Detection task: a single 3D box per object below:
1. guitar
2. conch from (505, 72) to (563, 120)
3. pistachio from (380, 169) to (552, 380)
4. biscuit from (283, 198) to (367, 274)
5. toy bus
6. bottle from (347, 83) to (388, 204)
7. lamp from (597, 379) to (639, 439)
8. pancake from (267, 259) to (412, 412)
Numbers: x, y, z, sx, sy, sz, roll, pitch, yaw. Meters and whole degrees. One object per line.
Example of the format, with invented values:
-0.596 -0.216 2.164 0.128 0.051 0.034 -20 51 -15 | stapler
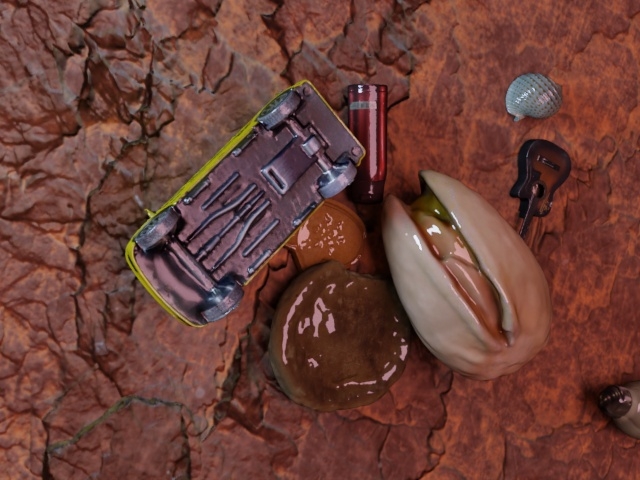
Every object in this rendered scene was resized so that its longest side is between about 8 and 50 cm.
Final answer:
0.311 -0.040 1.800 0.088 0.025 0.233 25 83 -29 | guitar
0.322 -0.215 1.779 0.085 0.056 0.076 -35 97 -23 | conch
0.199 0.050 1.648 0.193 0.214 0.318 -30 99 -3 | pistachio
0.001 0.000 1.631 0.140 0.023 0.118 17 85 -30 | biscuit
-0.105 -0.045 1.496 0.330 0.152 0.144 -47 108 -21 | toy bus
0.065 -0.131 1.639 0.060 0.060 0.164 -2 95 -29 | bottle
0.535 0.276 1.909 0.250 0.101 0.101 20 84 -36 | lamp
0.034 0.135 1.638 0.236 0.042 0.222 39 72 -34 | pancake
